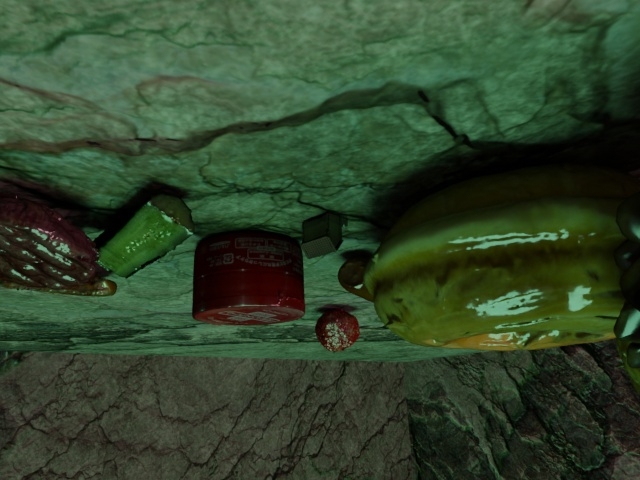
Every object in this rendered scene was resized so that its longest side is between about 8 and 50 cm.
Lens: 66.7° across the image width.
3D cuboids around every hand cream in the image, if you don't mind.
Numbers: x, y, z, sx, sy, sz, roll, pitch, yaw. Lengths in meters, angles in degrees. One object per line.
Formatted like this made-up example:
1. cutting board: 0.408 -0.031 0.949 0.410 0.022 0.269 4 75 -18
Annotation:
1. hand cream: -0.121 0.071 0.824 0.193 0.125 0.193 -1 160 0

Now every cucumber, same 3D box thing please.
1. cucumber: -0.244 -0.014 0.673 0.078 0.062 0.211 36 138 -27

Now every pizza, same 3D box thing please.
1. pizza: -0.472 0.071 0.888 0.193 0.053 0.201 12 168 -39

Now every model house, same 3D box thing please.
1. model house: 0.000 0.000 0.730 0.083 0.058 0.057 -19 155 39

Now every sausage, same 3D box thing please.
1. sausage: 0.093 0.079 0.952 0.076 0.076 0.197 -9 161 20

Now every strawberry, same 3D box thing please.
1. strawberry: 0.049 0.254 1.386 0.131 0.131 0.148 -2 169 0

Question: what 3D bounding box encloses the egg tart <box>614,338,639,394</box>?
1. egg tart: 0.547 0.093 0.731 0.153 0.351 0.339 26 131 4

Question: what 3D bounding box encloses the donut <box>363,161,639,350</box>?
1. donut: 0.268 0.047 0.693 0.449 0.198 0.449 0 161 0

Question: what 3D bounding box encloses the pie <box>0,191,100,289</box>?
1. pie: -0.405 0.005 0.644 0.219 0.054 0.204 2 150 9

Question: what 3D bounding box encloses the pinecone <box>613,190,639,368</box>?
1. pinecone: 0.457 0.035 0.352 0.398 0.397 0.397 -2 161 -1
